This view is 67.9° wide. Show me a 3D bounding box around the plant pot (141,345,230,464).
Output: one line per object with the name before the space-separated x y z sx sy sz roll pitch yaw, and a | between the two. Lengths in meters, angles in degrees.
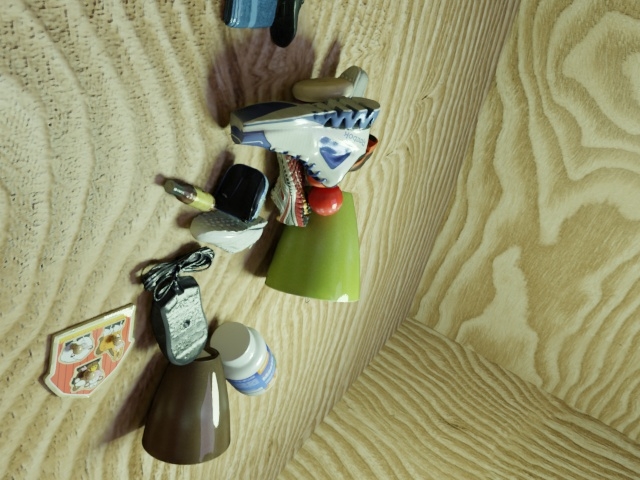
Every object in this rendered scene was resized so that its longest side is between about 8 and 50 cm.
plant pot | -0.318 0.385 1.175 0.215 0.215 0.230 -7 107 -63

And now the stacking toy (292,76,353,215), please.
stacking toy | 0.014 -0.216 1.157 0.141 0.141 0.330 -37 132 -46

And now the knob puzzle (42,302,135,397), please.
knob puzzle | -0.442 0.236 0.932 0.213 0.030 0.213 -47 153 -33

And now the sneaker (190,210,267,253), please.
sneaker | -0.210 -0.011 1.085 0.235 0.090 0.095 -8 132 -61

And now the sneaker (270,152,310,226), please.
sneaker | -0.089 -0.135 1.193 0.088 0.093 0.225 -60 148 -58

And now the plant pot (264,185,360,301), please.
plant pot | 0.000 0.000 1.355 0.275 0.275 0.293 5 95 -65

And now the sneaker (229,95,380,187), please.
sneaker | -0.023 -0.195 1.005 0.316 0.127 0.182 -9 122 -19

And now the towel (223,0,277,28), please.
towel | -0.126 -0.423 0.869 0.119 0.029 0.067 -33 144 -50

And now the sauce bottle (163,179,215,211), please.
sauce bottle | -0.258 -0.090 0.941 0.042 0.042 0.128 -62 159 -1

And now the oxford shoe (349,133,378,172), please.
oxford shoe | 0.087 -0.236 1.444 0.271 0.097 0.098 -38 155 -43

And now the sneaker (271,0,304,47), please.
sneaker | -0.051 -0.473 0.934 0.170 0.051 0.089 107 8 -52

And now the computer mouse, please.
computer mouse | -0.317 0.150 1.061 0.188 0.072 0.272 -29 128 -50

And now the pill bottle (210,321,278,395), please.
pill bottle | -0.218 0.334 1.353 0.152 0.152 0.272 -52 156 -22

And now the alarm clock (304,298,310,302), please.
alarm clock | 0.004 0.169 1.759 0.192 0.064 0.129 -41 149 -35

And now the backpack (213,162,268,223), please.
backpack | -0.169 -0.107 1.039 0.084 0.105 0.114 -59 173 -84

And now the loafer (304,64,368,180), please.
loafer | 0.050 -0.294 1.252 0.111 0.112 0.319 9 119 -33
